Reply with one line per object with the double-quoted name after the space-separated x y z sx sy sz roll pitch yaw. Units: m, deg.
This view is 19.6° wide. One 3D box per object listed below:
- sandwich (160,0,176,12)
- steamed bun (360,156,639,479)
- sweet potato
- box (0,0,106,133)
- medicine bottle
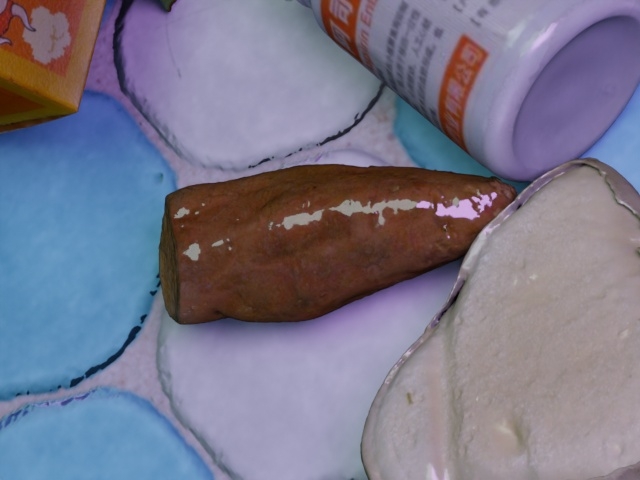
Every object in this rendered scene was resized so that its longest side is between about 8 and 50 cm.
-0.116 -0.231 1.290 0.074 0.074 0.116 30 87 28 "sandwich"
0.129 0.088 1.050 0.212 0.110 0.231 -31 43 23 "steamed bun"
0.000 0.000 1.145 0.251 0.097 0.097 -9 68 23 "sweet potato"
-0.271 -0.234 1.250 0.259 0.214 0.283 -3 70 48 "box"
0.073 -0.158 1.141 0.144 0.144 0.252 -47 58 3 "medicine bottle"
